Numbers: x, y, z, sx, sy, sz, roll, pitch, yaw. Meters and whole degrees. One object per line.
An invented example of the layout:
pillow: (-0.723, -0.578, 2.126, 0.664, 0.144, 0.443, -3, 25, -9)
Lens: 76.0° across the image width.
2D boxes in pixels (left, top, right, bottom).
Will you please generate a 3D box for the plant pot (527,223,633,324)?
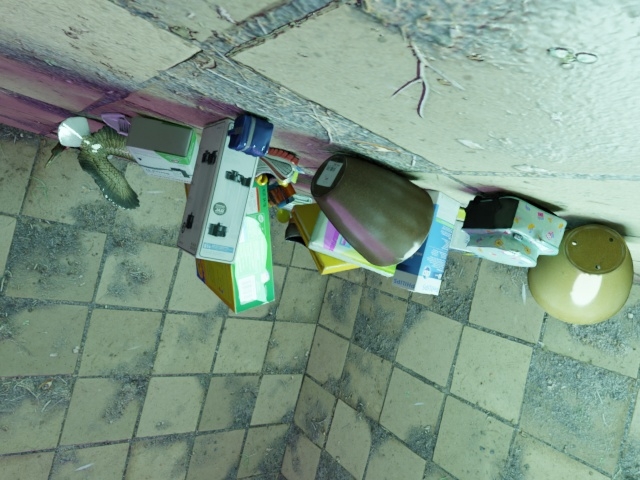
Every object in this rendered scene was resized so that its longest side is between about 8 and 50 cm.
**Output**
plant pot: (0.642, 0.063, 0.992, 0.237, 0.237, 0.254, 14, 166, 27)

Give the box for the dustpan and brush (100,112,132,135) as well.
dustpan and brush: (-0.509, -0.298, 1.183, 0.147, 0.060, 0.211, 14, 180, 39)

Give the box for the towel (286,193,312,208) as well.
towel: (-0.242, -0.219, 2.129, 0.320, 0.090, 0.374, 15, 180, -21)

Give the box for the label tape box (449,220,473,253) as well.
label tape box: (0.503, -0.017, 1.588, 0.347, 0.115, 0.249, 12, 180, 11)

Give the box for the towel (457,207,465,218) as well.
towel: (0.429, -0.082, 1.215, 0.237, 0.021, 0.102, 15, 175, 14)

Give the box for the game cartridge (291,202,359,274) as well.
game cartridge: (0.092, -0.024, 1.442, 0.323, 0.053, 0.285, -6, -128, -29)

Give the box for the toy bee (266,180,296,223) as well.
toy bee: (-0.189, -0.161, 1.502, 0.162, 0.195, 0.298, -27, 166, 8)

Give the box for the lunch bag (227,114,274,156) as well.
lunch bag: (-0.138, -0.199, 0.774, 0.065, 0.067, 0.098, 15, -179, -29)

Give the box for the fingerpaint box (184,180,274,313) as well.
fingerpaint box: (-0.328, -0.029, 1.457, 0.163, 0.445, 0.371, -15, -156, -33)

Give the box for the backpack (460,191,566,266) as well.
backpack: (0.432, -0.017, 0.911, 0.188, 0.145, 0.166, 11, 175, -14)

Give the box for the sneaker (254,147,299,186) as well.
sneaker: (-0.170, -0.194, 1.046, 0.225, 0.093, 0.088, 15, 180, 21)

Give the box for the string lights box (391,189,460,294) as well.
string lights box: (0.283, 0.007, 1.088, 0.076, 0.260, 0.133, 14, 180, 42)

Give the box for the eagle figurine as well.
eagle figurine: (-0.687, -0.272, 1.330, 0.298, 0.226, 0.225, 30, -146, -11)

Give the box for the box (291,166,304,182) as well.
box: (-0.147, -0.216, 1.238, 0.178, 0.043, 0.109, 15, -179, 11)

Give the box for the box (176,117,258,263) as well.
box: (-0.225, -0.108, 0.902, 0.087, 0.290, 0.169, 12, 179, -34)

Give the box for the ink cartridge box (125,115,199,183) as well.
ink cartridge box: (-0.410, -0.234, 1.103, 0.152, 0.087, 0.208, 10, 168, -7)

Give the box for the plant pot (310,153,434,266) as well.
plant pot: (0.096, -0.086, 0.911, 0.230, 0.215, 0.215, 32, 170, -33)

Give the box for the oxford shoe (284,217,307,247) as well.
oxford shoe: (0.000, 0.000, 1.509, 0.271, 0.098, 0.097, 14, 150, 9)

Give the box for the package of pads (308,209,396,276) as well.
package of pads: (0.135, -0.039, 1.307, 0.296, 0.229, 0.101, 21, 164, -4)
